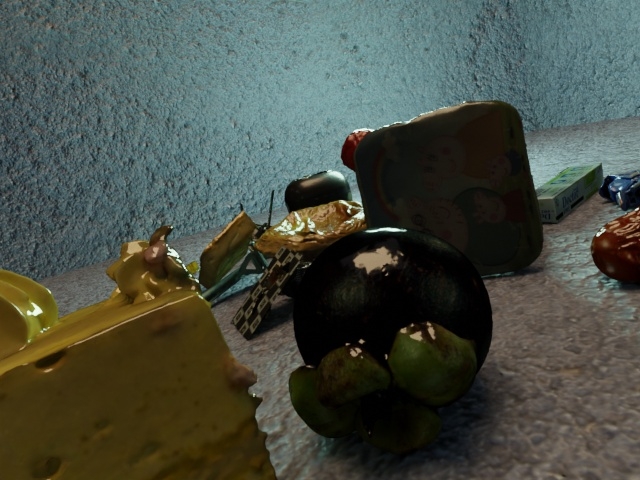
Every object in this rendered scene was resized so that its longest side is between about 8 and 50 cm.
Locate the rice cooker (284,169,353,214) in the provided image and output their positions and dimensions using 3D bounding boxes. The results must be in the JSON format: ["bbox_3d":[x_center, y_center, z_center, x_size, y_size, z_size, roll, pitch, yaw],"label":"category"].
[{"bbox_3d":[-0.005,-0.136,1.571,0.267,0.224,0.267,-17,10,3],"label":"rice cooker"}]

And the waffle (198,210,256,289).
[{"bbox_3d":[-0.260,0.037,1.170,0.168,0.057,0.274,-50,0,-26],"label":"waffle"}]

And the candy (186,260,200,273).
[{"bbox_3d":[-0.496,0.142,1.255,0.297,0.081,0.187,-32,16,-15],"label":"candy"}]

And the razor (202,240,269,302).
[{"bbox_3d":[-0.246,0.114,1.104,0.056,0.111,0.278,-18,15,49],"label":"razor"}]

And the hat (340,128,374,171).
[{"bbox_3d":[0.193,-0.163,1.121,0.332,0.242,0.274,24,6,-19],"label":"hat"}]

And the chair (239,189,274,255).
[{"bbox_3d":[-0.197,-0.009,1.477,0.160,0.170,0.325,-28,-27,-32],"label":"chair"}]

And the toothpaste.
[{"bbox_3d":[0.610,-0.122,1.067,0.337,0.067,0.081,-26,16,-37],"label":"toothpaste"}]

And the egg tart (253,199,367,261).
[{"bbox_3d":[0.000,0.000,1.118,0.352,0.150,0.352,-14,14,4],"label":"egg tart"}]

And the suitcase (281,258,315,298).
[{"bbox_3d":[-0.041,0.085,0.917,0.059,0.086,0.126,-15,9,-30],"label":"suitcase"}]

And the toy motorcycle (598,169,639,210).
[{"bbox_3d":[0.684,-0.115,0.934,0.114,0.076,0.205,-21,11,25],"label":"toy motorcycle"}]

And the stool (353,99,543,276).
[{"bbox_3d":[0.258,-0.094,0.852,0.310,0.310,0.226,-9,7,27],"label":"stool"}]

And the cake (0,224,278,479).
[{"bbox_3d":[-0.197,0.139,0.381,0.228,0.285,0.222,-22,13,-28],"label":"cake"}]

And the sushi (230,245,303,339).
[{"bbox_3d":[-0.102,0.110,0.868,0.201,0.031,0.139,-56,24,-7],"label":"sushi"}]

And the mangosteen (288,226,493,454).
[{"bbox_3d":[0.070,0.098,0.457,0.243,0.242,0.243,-15,12,3],"label":"mangosteen"}]

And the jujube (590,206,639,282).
[{"bbox_3d":[0.480,-0.001,0.602,0.176,0.109,0.112,-24,-25,2],"label":"jujube"}]
